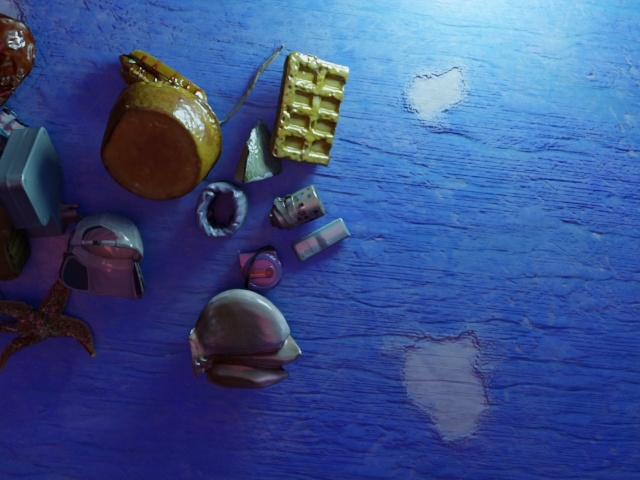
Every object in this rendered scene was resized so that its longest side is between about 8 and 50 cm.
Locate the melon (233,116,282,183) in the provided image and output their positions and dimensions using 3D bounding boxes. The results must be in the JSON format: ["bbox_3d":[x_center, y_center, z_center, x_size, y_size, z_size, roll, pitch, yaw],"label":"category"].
[{"bbox_3d":[-0.161,-0.220,1.694,0.139,0.093,0.203,25,69,-33],"label":"melon"}]

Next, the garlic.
[{"bbox_3d":[-0.215,0.268,1.754,0.324,0.132,0.279,-8,102,2],"label":"garlic"}]

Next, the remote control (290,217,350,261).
[{"bbox_3d":[0.000,0.000,1.761,0.162,0.029,0.061,-30,99,4],"label":"remote control"}]

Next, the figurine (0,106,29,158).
[{"bbox_3d":[-0.860,-0.223,1.645,0.138,0.110,0.245,41,89,-10],"label":"figurine"}]

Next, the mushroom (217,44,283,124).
[{"bbox_3d":[-0.189,-0.403,1.679,0.286,0.028,0.026,-46,57,6],"label":"mushroom"}]

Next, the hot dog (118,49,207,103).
[{"bbox_3d":[-0.413,-0.403,1.642,0.250,0.076,0.104,34,99,-10],"label":"hot dog"}]

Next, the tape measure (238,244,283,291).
[{"bbox_3d":[-0.161,0.077,1.748,0.118,0.074,0.125,-5,97,1],"label":"tape measure"}]

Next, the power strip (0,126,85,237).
[{"bbox_3d":[-0.702,-0.126,1.617,0.141,0.230,0.261,-5,135,-2],"label":"power strip"}]

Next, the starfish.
[{"bbox_3d":[-0.797,0.211,1.729,0.293,0.084,0.302,-13,105,-9],"label":"starfish"}]

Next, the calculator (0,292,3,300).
[{"bbox_3d":[-1.060,0.140,1.737,0.386,0.054,0.256,40,96,-13],"label":"calculator"}]

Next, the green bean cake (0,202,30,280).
[{"bbox_3d":[-0.884,-0.014,1.639,0.223,0.131,0.230,11,136,-4],"label":"green bean cake"}]

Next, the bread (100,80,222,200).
[{"bbox_3d":[-0.402,-0.240,1.598,0.311,0.172,0.312,2,128,3],"label":"bread"}]

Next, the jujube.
[{"bbox_3d":[-0.806,-0.444,1.579,0.168,0.168,0.237,23,106,-7],"label":"jujube"}]

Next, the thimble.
[{"bbox_3d":[-0.260,-0.082,1.690,0.127,0.118,0.152,12,101,-2],"label":"thimble"}]

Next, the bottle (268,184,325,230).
[{"bbox_3d":[-0.071,-0.082,1.710,0.152,0.099,0.099,-21,101,6],"label":"bottle"}]

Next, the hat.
[{"bbox_3d":[-0.559,0.050,1.695,0.231,0.161,0.275,7,125,8],"label":"hat"}]

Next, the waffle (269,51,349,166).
[{"bbox_3d":[-0.033,-0.339,1.655,0.167,0.057,0.274,7,102,-22],"label":"waffle"}]
